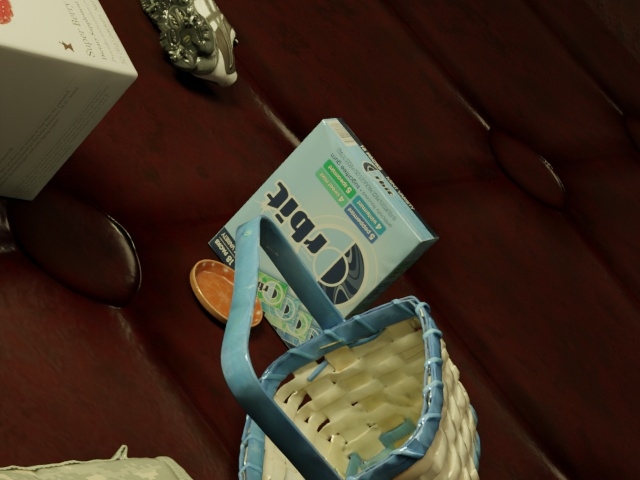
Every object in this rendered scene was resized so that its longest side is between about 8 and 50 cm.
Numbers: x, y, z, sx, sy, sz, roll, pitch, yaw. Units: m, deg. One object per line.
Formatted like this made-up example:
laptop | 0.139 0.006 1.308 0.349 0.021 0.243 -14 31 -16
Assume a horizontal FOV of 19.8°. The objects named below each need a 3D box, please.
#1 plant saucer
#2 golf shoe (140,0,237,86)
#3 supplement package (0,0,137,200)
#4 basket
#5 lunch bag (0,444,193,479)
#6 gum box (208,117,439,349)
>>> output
plant saucer | -0.092 0.054 1.765 0.083 0.013 0.083 34 29 -21
golf shoe | -0.145 -0.248 2.080 0.094 0.077 0.198 38 28 -45
supplement package | -0.340 -0.168 1.560 0.293 0.175 0.177 8 45 -49
basket | 0.012 0.141 1.551 0.289 0.201 0.255 57 19 -24
lunch bag | -0.146 0.274 1.202 0.235 0.169 0.287 3 52 -51
gum box | 0.000 0.000 1.780 0.157 0.184 0.041 52 27 15
